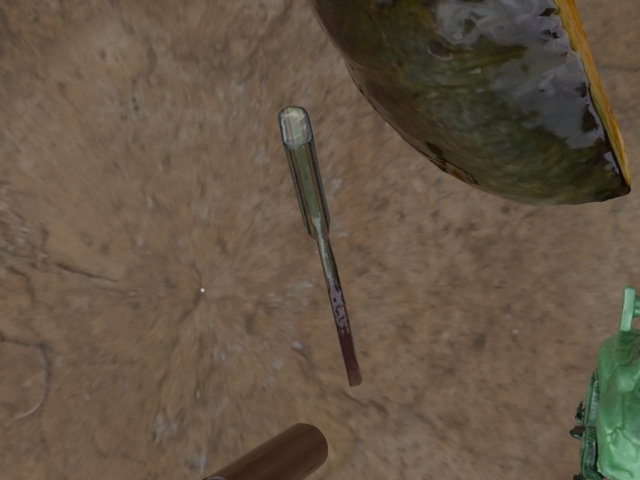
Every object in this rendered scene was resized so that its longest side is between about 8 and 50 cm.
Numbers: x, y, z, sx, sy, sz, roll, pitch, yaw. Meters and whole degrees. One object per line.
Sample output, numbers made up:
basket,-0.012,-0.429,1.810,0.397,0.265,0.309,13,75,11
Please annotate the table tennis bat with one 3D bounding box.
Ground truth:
table tennis bat,0.000,0.000,1.075,0.022,0.301,0.173,-13,55,0

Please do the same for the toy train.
toy train,0.187,0.084,0.735,0.099,0.149,0.081,8,105,11

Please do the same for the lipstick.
lipstick,-0.076,0.233,1.268,0.057,0.357,0.057,3,97,20

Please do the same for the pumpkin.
pumpkin,0.030,-0.166,0.596,0.148,0.169,0.312,-17,74,26
